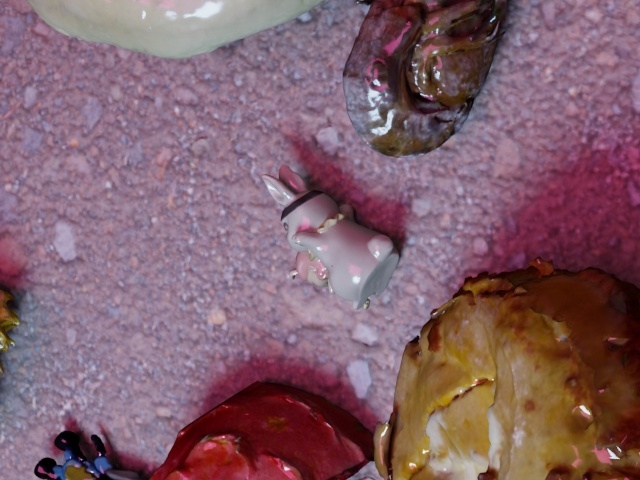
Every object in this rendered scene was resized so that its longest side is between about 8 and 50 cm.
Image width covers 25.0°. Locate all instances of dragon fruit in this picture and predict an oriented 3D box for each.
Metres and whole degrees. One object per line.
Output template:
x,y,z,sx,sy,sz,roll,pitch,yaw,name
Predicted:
-0.087,0.234,1.410,0.261,0.163,0.189,-38,48,20,dragon fruit

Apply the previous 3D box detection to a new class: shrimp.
0.102,-0.241,1.271,0.145,0.116,0.343,14,95,-12,shrimp

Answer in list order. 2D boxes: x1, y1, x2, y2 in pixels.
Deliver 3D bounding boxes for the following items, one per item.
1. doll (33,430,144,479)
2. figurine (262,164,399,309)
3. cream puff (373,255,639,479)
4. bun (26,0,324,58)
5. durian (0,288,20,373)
-0.219,0.278,1.527,0.195,0.070,0.096,33,90,24,doll
-0.005,0.004,1.375,0.146,0.081,0.098,34,110,20,figurine
0.206,0.182,1.189,0.350,0.228,0.351,-171,90,-66,cream puff
-0.116,-0.316,1.326,0.361,0.213,0.361,-5,75,17,bun
-0.441,0.149,1.592,0.305,0.185,0.196,-2,114,32,durian
